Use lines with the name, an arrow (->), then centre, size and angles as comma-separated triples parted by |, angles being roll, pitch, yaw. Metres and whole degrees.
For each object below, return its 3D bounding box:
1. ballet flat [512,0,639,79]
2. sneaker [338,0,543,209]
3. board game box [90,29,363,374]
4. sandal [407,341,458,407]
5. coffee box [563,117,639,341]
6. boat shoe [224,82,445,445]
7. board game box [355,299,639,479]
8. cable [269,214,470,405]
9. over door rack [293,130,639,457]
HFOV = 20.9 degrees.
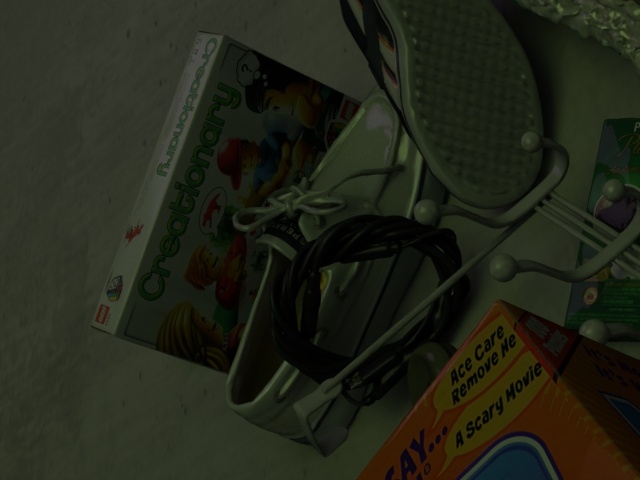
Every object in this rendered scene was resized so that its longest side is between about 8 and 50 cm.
ballet flat -> 0.261, -0.227, 1.420 | 0.147, 0.147, 0.409 | -58, 44, 12
sneaker -> 0.105, -0.174, 1.583 | 0.127, 0.126, 0.321 | 124, 126, -78
board game box -> -0.087, -0.028, 1.699 | 0.053, 0.193, 0.305 | 15, 85, 52
sandal -> 0.098, 0.214, 1.420 | 0.303, 0.086, 0.120 | -106, 23, -44
coffee box -> 0.265, -0.010, 1.398 | 0.113, 0.040, 0.184 | -2, 71, 49
boat shoe -> -0.006, 0.000, 1.618 | 0.136, 0.156, 0.367 | 20, 88, 52
board game box -> 0.200, 0.320, 1.058 | 0.356, 0.356, 0.356 | -54, 40, 17
cable -> 0.045, 0.048, 1.542 | 0.184, 0.150, 0.047 | -46, 10, 9
over door rack -> 0.134, 0.076, 1.337 | 0.324, 0.108, 0.239 | -49, 39, -1
